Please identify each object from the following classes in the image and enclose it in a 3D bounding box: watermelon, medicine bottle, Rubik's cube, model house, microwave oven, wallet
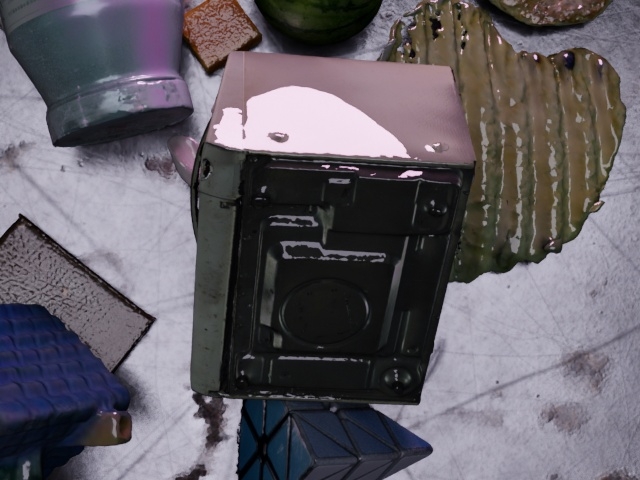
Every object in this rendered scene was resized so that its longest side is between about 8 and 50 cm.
[{"bbox_3d":[-0.016,-0.364,1.793,0.215,0.188,0.188,15,85,14],"label":"watermelon"},{"bbox_3d":[-0.298,-0.284,1.748,0.245,0.245,0.289,-15,90,-4],"label":"medicine bottle"},{"bbox_3d":[-0.019,0.279,1.771,0.233,0.228,0.228,0,40,33],"label":"Rubik's cube"},{"bbox_3d":[-0.457,0.291,1.573,0.400,0.395,0.445,1,85,15],"label":"model house"},{"bbox_3d":[0.000,0.000,1.630,0.333,0.247,0.394,4,128,-5],"label":"microwave oven"},{"bbox_3d":[-0.363,0.086,1.819,0.243,0.039,0.133,37,79,1],"label":"wallet"}]

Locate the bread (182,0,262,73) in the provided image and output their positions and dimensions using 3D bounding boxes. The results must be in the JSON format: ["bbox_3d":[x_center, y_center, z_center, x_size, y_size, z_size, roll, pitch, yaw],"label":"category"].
[{"bbox_3d":[-0.144,-0.296,1.855,0.094,0.035,0.090,-34,89,-4],"label":"bread"}]

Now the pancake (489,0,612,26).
[{"bbox_3d":[0.327,-0.420,1.879,0.254,0.037,0.253,1,84,-7],"label":"pancake"}]

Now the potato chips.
[{"bbox_3d":[0.223,-0.135,1.832,0.373,0.097,0.389,23,83,-8],"label":"potato chips"}]

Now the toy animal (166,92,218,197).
[{"bbox_3d":[-0.098,-0.128,1.800,0.178,0.127,0.193,35,86,2],"label":"toy animal"}]
